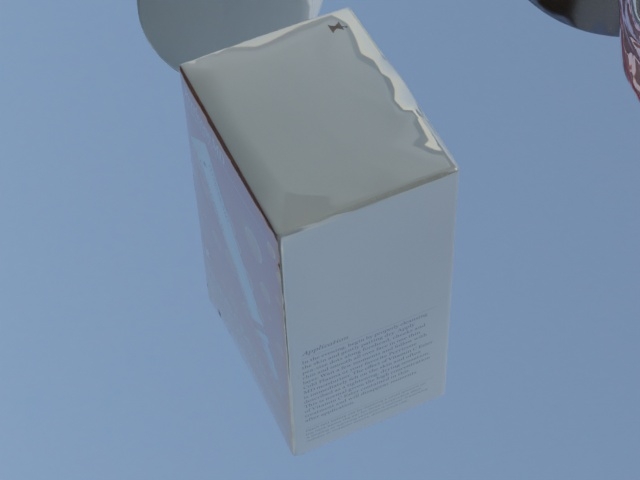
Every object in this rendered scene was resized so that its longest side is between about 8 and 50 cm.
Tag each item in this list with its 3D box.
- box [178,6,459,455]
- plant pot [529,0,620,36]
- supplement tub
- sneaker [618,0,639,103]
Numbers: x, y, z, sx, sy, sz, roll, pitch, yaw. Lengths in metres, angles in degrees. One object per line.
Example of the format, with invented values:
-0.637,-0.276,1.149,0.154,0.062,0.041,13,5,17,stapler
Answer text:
0.000,0.000,1.457,0.168,0.345,0.215,-21,-126,-14,box
0.240,-0.302,1.202,0.215,0.230,0.215,-1,-111,3,plant pot
-0.089,-0.288,1.631,0.191,0.272,0.191,1,-60,1,supplement tub
0.218,-0.123,1.000,0.051,0.070,0.134,-19,-63,0,sneaker
